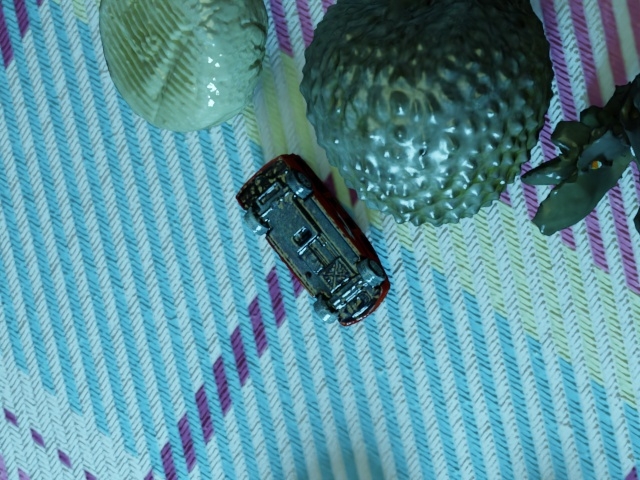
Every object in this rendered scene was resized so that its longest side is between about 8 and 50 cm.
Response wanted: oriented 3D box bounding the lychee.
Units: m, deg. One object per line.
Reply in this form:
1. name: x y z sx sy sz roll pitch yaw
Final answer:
1. lychee: 0.110 -0.152 1.852 0.255 0.255 0.274 -5 126 20

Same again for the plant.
1. plant: 0.350 -0.082 1.778 0.312 0.215 0.213 7 103 22

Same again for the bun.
1. bun: -0.138 -0.232 1.975 0.220 0.134 0.220 18 116 43

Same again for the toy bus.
1. toy bus: 0.000 0.000 1.980 0.081 0.089 0.195 -42 82 20
